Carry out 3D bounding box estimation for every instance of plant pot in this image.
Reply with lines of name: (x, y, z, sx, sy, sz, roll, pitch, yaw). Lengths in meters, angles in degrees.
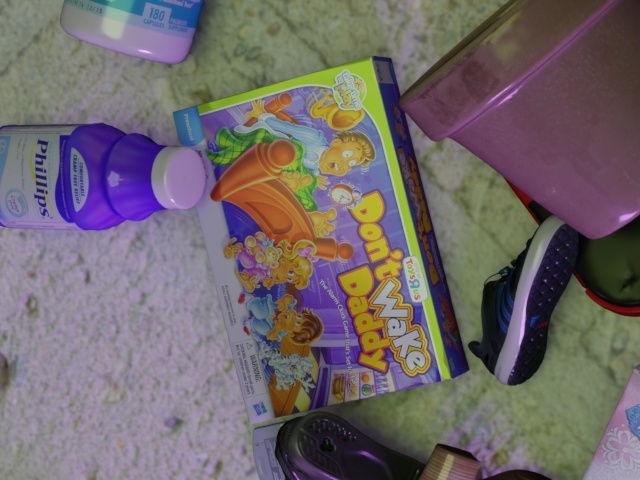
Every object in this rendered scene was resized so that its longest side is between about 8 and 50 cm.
plant pot: (0.243, -0.131, 1.739, 0.263, 0.263, 0.229, -39, 93, 17)

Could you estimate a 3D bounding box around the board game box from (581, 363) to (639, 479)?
board game box: (0.388, 0.329, 1.783, 0.319, 0.066, 0.318, 25, 101, 15)

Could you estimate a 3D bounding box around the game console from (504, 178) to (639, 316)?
game console: (0.357, -0.147, 1.841, 0.386, 0.060, 0.342, -38, 76, 16)

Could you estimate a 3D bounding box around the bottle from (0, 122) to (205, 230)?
bottle: (-0.253, -0.069, 1.983, 0.283, 0.092, 0.118, 3, 99, 36)

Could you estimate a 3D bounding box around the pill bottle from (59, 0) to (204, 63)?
pill bottle: (-0.178, -0.331, 1.950, 0.146, 0.146, 0.264, 19, 100, 16)

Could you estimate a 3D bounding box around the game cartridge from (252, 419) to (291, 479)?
game cartridge: (-0.045, 0.243, 2.014, 0.056, 0.017, 0.083, -13, 89, 15)

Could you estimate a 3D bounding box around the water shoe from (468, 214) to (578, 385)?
water shoe: (0.198, 0.053, 1.862, 0.080, 0.073, 0.203, 36, 125, 35)

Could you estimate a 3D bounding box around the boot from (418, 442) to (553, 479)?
boot: (0.179, 0.309, 1.896, 0.197, 0.073, 0.152, 19, 95, -1)

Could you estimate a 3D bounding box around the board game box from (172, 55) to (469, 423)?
board game box: (0.000, 0.000, 1.949, 0.233, 0.078, 0.347, -15, 89, 19)

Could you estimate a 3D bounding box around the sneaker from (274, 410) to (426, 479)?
sneaker: (0.045, 0.258, 1.954, 0.227, 0.130, 0.087, 33, 75, -16)
